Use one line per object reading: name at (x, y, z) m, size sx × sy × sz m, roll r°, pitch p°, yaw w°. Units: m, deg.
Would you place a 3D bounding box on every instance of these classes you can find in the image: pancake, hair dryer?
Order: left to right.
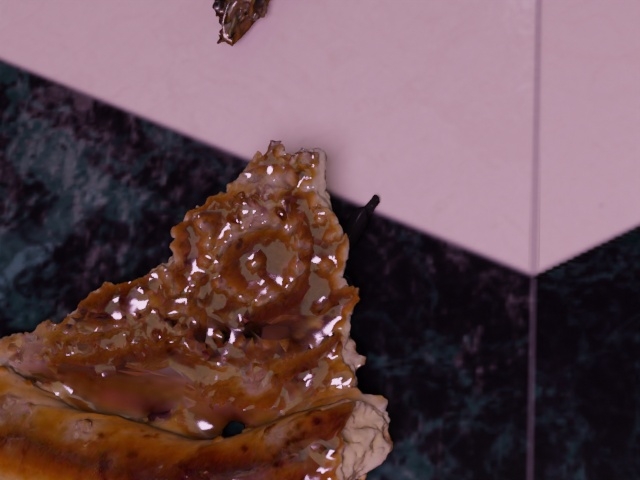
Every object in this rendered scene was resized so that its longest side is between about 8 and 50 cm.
pancake at (-0.075, 0.049, 1.081) m, size 0.266 × 0.057 × 0.244 m, roll 16°, pitch 80°, yaw 20°
hair dryer at (0.000, 0.000, 1.137) m, size 0.079 × 0.031 × 0.083 m, roll 22°, pitch 54°, yaw 33°

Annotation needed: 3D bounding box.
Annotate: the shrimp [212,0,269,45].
shrimp at (0.004, -0.185, 1.234) m, size 0.124 × 0.034 × 0.178 m, roll 14°, pitch 61°, yaw 14°
